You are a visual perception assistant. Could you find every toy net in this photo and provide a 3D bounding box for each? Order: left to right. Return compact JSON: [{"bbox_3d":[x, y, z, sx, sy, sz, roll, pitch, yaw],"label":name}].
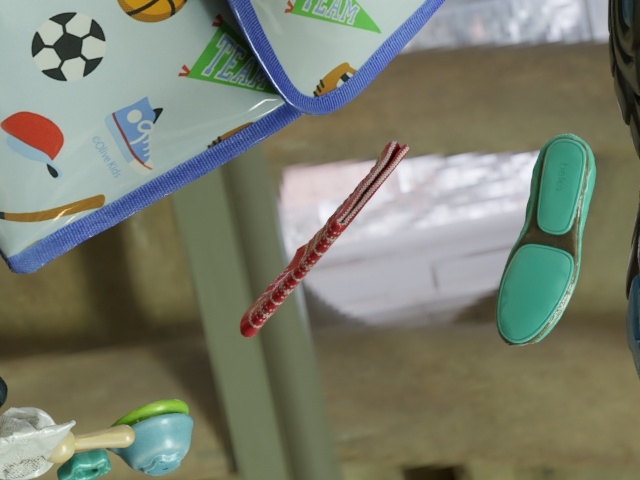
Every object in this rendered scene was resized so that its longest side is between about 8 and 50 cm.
[{"bbox_3d":[-0.192,0.158,1.391,0.232,0.122,0.045,21,42,-57],"label":"toy net"}]

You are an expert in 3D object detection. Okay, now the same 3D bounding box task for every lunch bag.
[{"bbox_3d":[-0.126,-0.216,1.225,0.328,0.385,0.239,62,-2,-32],"label":"lunch bag"}]

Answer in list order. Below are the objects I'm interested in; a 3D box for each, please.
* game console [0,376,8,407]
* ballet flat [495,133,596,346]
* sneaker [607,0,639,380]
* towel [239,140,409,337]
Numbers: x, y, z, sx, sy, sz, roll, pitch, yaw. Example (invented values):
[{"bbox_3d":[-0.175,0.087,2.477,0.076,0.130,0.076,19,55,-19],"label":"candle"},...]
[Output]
[{"bbox_3d":[-0.496,0.280,2.118,0.213,0.361,0.044,37,10,-50],"label":"game console"},{"bbox_3d":[0.262,0.003,2.082,0.087,0.083,0.247,11,94,-73],"label":"ballet flat"},{"bbox_3d":[0.233,-0.081,1.005,0.125,0.139,0.341,36,51,-87],"label":"sneaker"},{"bbox_3d":[0.000,0.000,2.348,0.275,0.031,0.199,-50,-179,46],"label":"towel"}]
